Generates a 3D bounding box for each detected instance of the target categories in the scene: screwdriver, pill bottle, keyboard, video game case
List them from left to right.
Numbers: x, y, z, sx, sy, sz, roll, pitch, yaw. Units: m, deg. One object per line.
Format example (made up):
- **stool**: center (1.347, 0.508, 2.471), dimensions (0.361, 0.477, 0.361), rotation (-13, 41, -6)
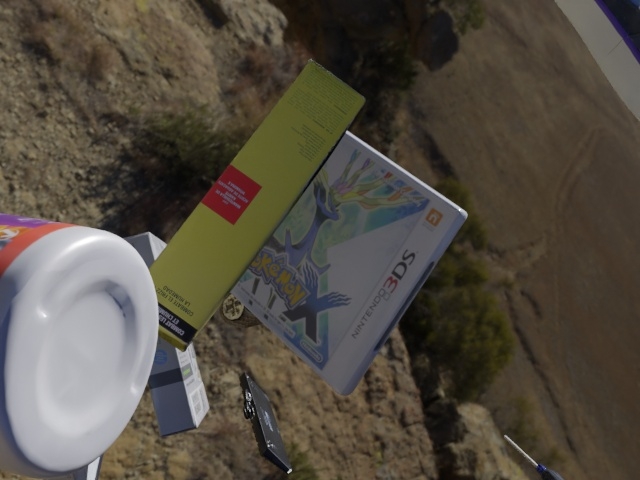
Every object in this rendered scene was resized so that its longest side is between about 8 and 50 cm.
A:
- **pill bottle**: center (-0.185, 0.036, 0.355), dimensions (0.108, 0.193, 0.108), rotation (8, 90, -69)
- **keyboard**: center (-0.100, 0.289, 1.229), dimensions (0.108, 0.023, 0.180), rotation (55, 3, -35)
- **video game case**: center (0.000, 0.000, 1.080), dimensions (0.329, 0.300, 0.036), rotation (39, 14, 31)
- **screwdriver**: center (0.272, 0.285, 0.976), dimensions (0.025, 0.024, 0.170), rotation (45, -1, -20)

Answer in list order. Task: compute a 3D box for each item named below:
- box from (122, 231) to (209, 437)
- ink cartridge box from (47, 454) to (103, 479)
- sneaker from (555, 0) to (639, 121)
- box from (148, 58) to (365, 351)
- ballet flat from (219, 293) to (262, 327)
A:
- **box**: center (-0.155, 0.091, 0.758), dimensions (0.145, 0.038, 0.186), rotation (130, -54, -84)
- **ink cartridge box**: center (-0.336, 0.226, 1.049), dimensions (0.224, 0.045, 0.223), rotation (-92, -178, -53)
- **sneaker**: center (0.307, -0.252, 0.597), dimensions (0.130, 0.236, 0.323), rotation (10, 51, -40)
- **box**: center (-0.057, -0.025, 0.585), dimensions (0.058, 0.087, 0.232), rotation (37, 75, -2)
- **ballet flat**: center (-0.059, 0.079, 1.237), dimensions (0.058, 0.249, 0.084), rotation (36, 39, -66)
